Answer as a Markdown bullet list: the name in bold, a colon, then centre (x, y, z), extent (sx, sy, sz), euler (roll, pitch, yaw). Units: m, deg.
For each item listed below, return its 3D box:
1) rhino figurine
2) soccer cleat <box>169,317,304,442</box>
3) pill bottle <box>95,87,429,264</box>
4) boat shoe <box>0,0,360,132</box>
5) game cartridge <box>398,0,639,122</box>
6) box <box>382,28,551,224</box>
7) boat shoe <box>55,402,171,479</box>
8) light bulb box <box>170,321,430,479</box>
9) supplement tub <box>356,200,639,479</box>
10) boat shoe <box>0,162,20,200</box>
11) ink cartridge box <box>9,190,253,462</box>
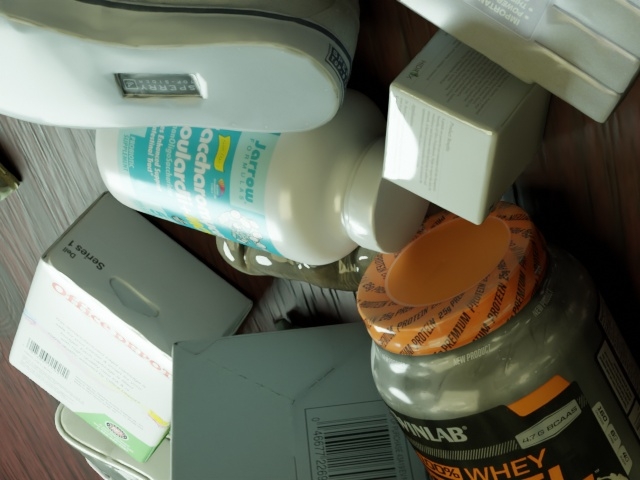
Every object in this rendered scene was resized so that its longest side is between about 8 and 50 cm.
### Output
- **rhino figurine**: centre (0.000, 0.000, 1.307), extent (0.243, 0.073, 0.106), euler (14, 136, 31)
- **soccer cleat**: centre (-0.069, 0.191, 1.558), extent (0.121, 0.093, 0.289), euler (45, 138, 2)
- **pill bottle**: centre (-0.043, -0.067, 1.200), extent (0.264, 0.146, 0.146), euler (17, 141, 31)
- **boat shoe**: centre (-0.144, -0.185, 1.143), extent (0.367, 0.156, 0.136), euler (4, 142, 17)
- **game cartridge**: centre (0.082, -0.243, 0.944), extent (0.355, 0.068, 0.230), euler (34, 151, 7)
- **box**: centre (0.108, -0.090, 1.063), extent (0.087, 0.102, 0.101), euler (28, 145, 20)
- **boat shoe**: centre (-0.186, 0.296, 1.837), extent (0.335, 0.112, 0.095), euler (33, 165, 19)
- **light bulb box**: centre (-0.010, 0.325, 1.348), extent (0.225, 0.358, 0.361), euler (-6, 124, -1)
- **supplement tub**: centre (0.166, 0.134, 1.194), extent (0.193, 0.193, 0.316), euler (-1, 130, 46)
- **boat shoe**: centre (-0.384, -0.108, 1.589), extent (0.153, 0.048, 0.056), euler (58, 155, -17)
- **ink cartridge box**: centre (-0.212, 0.101, 1.597), extent (0.201, 0.117, 0.278), euler (37, 148, 2)
